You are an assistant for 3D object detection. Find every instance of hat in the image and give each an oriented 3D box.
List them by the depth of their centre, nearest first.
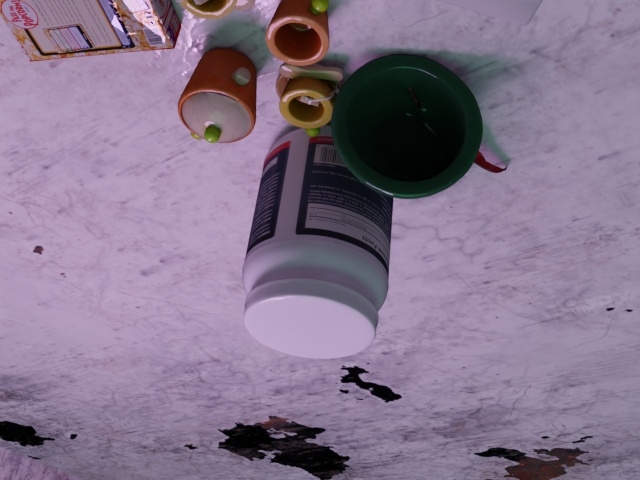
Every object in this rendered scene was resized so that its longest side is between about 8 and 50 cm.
[{"bbox_3d":[0.120,-0.119,0.979,0.208,0.173,0.183,42,179,9],"label":"hat"}]

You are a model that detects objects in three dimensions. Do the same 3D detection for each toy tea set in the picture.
[{"bbox_3d":[-0.076,-0.218,0.842,0.199,0.124,0.336,3,146,6],"label":"toy tea set"}]

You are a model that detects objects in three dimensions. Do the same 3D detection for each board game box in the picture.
[{"bbox_3d":[-0.277,-0.280,0.861,0.193,0.045,0.147,-1,145,12],"label":"board game box"}]

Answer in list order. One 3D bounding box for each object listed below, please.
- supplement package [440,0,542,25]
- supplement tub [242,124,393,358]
[{"bbox_3d":[0.070,-0.330,0.609,0.292,0.175,0.177,14,144,-9],"label":"supplement package"},{"bbox_3d":[0.000,0.000,1.013,0.191,0.272,0.191,5,146,4],"label":"supplement tub"}]
